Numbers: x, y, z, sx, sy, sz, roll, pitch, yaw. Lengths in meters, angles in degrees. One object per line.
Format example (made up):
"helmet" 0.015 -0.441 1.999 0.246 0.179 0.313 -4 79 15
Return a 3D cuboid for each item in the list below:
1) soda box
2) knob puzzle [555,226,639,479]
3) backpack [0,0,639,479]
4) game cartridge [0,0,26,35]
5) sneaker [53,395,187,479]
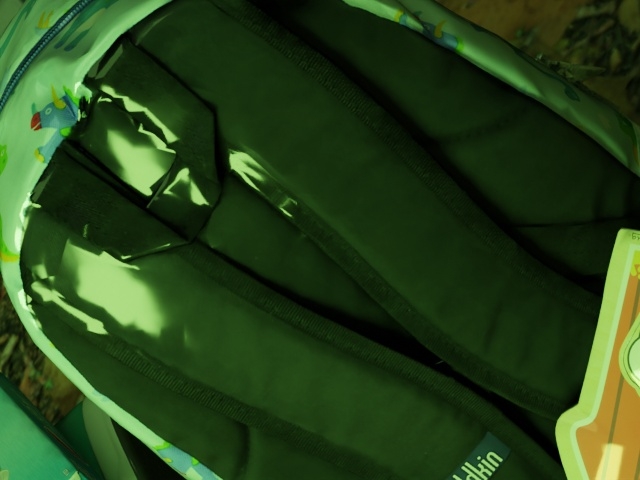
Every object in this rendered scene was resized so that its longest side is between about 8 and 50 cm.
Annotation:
"soda box" -0.190 0.133 1.011 0.071 0.067 0.210 -48 37 -7
"knob puzzle" 0.196 0.103 0.735 0.213 0.030 0.213 1 96 14
"backpack" 0.000 0.000 0.820 0.290 0.355 0.273 -53 41 13
"game cartridge" -0.192 -0.119 1.302 0.230 0.068 0.355 -52 43 8
"sneaker" -0.142 0.233 1.019 0.178 0.124 0.295 -42 38 16
